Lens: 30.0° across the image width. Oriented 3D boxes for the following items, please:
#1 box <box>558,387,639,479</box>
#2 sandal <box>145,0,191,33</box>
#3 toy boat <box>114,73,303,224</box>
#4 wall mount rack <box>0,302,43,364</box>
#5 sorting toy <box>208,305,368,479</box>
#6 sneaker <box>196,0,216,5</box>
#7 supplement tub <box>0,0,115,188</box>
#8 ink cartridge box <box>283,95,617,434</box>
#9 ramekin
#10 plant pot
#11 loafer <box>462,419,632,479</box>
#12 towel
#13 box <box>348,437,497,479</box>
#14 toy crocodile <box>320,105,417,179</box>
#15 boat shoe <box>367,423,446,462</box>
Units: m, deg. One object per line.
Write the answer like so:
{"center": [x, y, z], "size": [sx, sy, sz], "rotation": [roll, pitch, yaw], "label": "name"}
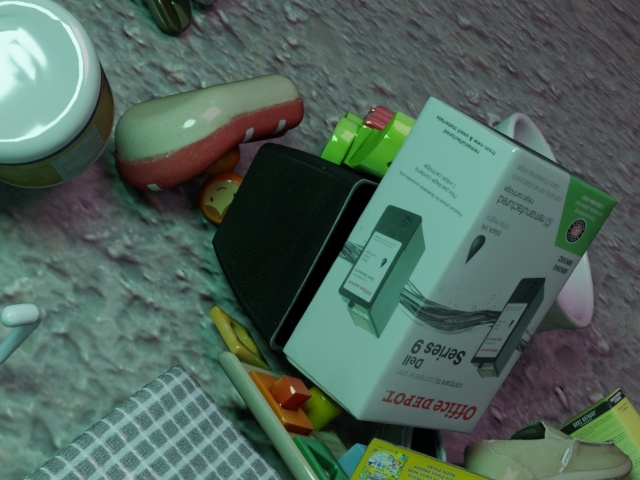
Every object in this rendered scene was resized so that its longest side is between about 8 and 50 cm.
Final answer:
{"center": [0.402, 0.305, 1.484], "size": [0.058, 0.087, 0.232], "rotation": [-18, 69, -54], "label": "box"}
{"center": [-0.225, -0.349, 1.469], "size": [0.090, 0.060, 0.219], "rotation": [-23, 89, -59], "label": "sandal"}
{"center": [-0.113, -0.089, 1.285], "size": [0.231, 0.151, 0.151], "rotation": [-24, 105, -55], "label": "toy boat"}
{"center": [-0.380, 0.017, 0.863], "size": [0.304, 0.130, 0.350], "rotation": [-14, 66, -53], "label": "wall mount rack"}
{"center": [0.000, 0.180, 1.103], "size": [0.347, 0.047, 0.196], "rotation": [53, 6, 26], "label": "sorting toy"}
{"center": [-0.149, -0.379, 1.556], "size": [0.091, 0.094, 0.258], "rotation": [30, 25, -8], "label": "sneaker"}
{"center": [-0.258, -0.125, 1.055], "size": [0.144, 0.144, 0.199], "rotation": [49, -8, 2], "label": "supplement tub"}
{"center": [0.128, 0.036, 1.162], "size": [0.211, 0.289, 0.121], "rotation": [17, 16, -49], "label": "ink cartridge box"}
{"center": [0.230, -0.008, 1.490], "size": [0.277, 0.135, 0.277], "rotation": [47, 34, -45], "label": "ramekin"}
{"center": [0.000, 0.000, 1.239], "size": [0.167, 0.187, 0.188], "rotation": [36, 14, 38], "label": "plant pot"}
{"center": [0.261, 0.253, 1.365], "size": [0.268, 0.102, 0.092], "rotation": [1, 62, -47], "label": "loafer"}
{"center": [-0.127, 0.249, 0.923], "size": [0.235, 0.121, 0.284], "rotation": [49, 34, 3], "label": "towel"}
{"center": [0.049, 0.351, 0.829], "size": [0.177, 0.290, 0.279], "rotation": [18, 32, 14], "label": "box"}
{"center": [0.074, -0.117, 1.440], "size": [0.115, 0.105, 0.340], "rotation": [28, 10, 0], "label": "toy crocodile"}
{"center": [0.096, 0.266, 1.186], "size": [0.079, 0.081, 0.227], "rotation": [26, 39, -29], "label": "boat shoe"}
